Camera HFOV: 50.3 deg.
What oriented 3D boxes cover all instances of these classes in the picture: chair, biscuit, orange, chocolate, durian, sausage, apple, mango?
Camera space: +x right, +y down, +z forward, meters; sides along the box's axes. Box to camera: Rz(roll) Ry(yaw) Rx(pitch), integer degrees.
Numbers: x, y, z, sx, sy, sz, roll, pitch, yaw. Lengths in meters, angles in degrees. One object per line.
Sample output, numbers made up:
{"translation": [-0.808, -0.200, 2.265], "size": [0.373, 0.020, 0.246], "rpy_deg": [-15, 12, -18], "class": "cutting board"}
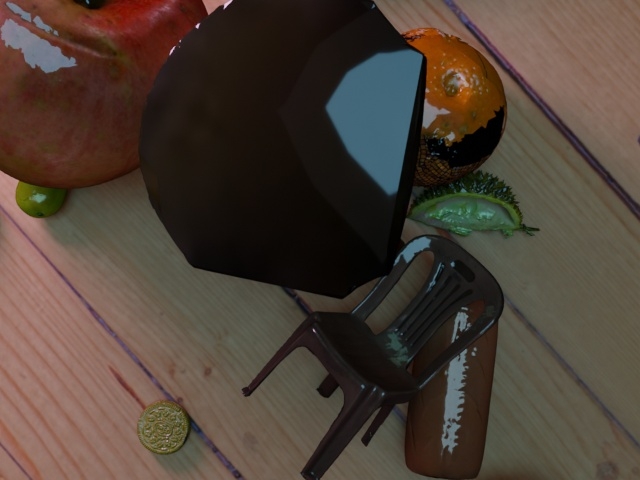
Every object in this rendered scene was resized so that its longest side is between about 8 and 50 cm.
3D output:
{"translation": [0.078, 0.145, 0.934], "size": [0.175, 0.183, 0.326], "rpy_deg": [45, 111, 29], "class": "chair"}
{"translation": [-0.245, 0.292, 1.064], "size": [0.084, 0.023, 0.084], "rpy_deg": [0, 88, -1], "class": "biscuit"}
{"translation": [0.163, -0.196, 1.009], "size": [0.234, 0.182, 0.234], "rpy_deg": [3, 74, -10], "class": "orange"}
{"translation": [-0.016, -0.122, 0.851], "size": [0.326, 0.297, 0.314], "rpy_deg": [9, 100, 19], "class": "chocolate"}
{"translation": [0.246, -0.056, 1.068], "size": [0.215, 0.086, 0.100], "rpy_deg": [7, 122, 3], "class": "durian"}
{"translation": [0.198, 0.202, 1.025], "size": [0.121, 0.121, 0.304], "rpy_deg": [7, 87, -1], "class": "sausage"}
{"translation": [-0.339, -0.241, 0.917], "size": [0.363, 0.364, 0.364], "rpy_deg": [0, 88, -1], "class": "apple"}
{"translation": [-0.429, -0.088, 1.055], "size": [0.073, 0.056, 0.108], "rpy_deg": [5, 86, -6], "class": "mango"}

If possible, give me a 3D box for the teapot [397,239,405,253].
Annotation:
{"translation": [0.000, 0.000, 1.033], "size": [0.252, 0.135, 0.178], "rpy_deg": [-1, 54, 17], "class": "teapot"}
